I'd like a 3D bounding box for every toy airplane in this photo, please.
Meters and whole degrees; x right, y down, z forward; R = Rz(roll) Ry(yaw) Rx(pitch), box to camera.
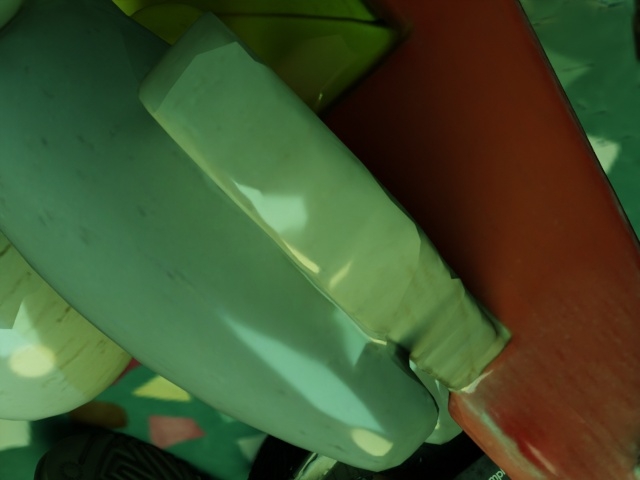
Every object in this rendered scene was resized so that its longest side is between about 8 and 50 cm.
[{"bbox_3d":[0.000,0.000,0.617,0.272,0.384,0.386,-24,129,2],"label":"toy airplane"}]

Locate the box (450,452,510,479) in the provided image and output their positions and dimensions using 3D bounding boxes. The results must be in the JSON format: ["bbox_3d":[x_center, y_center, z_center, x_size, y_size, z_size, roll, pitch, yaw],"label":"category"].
[{"bbox_3d":[0.089,0.114,0.901,0.162,0.029,0.116,-43,163,26],"label":"box"}]

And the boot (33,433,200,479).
[{"bbox_3d":[-0.112,0.200,0.984,0.190,0.076,0.208,33,127,-24],"label":"boot"}]

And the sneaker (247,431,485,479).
[{"bbox_3d":[0.041,0.089,0.906,0.089,0.051,0.170,26,121,-19],"label":"sneaker"}]
